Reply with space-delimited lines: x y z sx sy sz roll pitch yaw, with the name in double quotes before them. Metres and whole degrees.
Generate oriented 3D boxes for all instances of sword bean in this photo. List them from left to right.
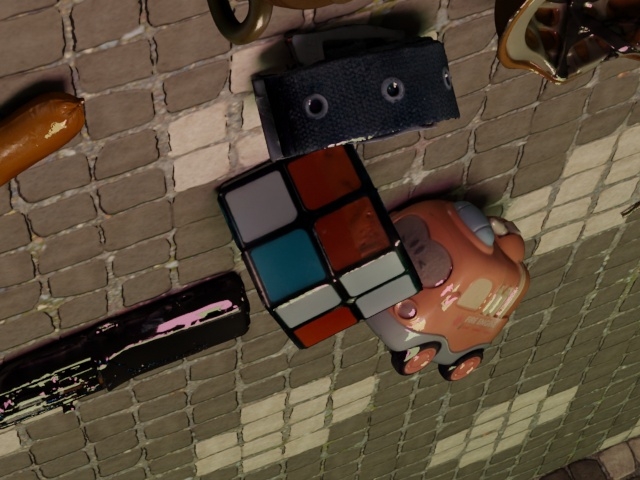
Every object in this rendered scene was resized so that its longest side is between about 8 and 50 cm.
"sword bean" 0.508 -0.060 2.395 0.083 0.012 0.012 -37 153 20

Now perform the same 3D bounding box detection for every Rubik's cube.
"Rubik's cube" 0.000 0.000 1.836 0.180 0.183 0.167 -28 154 2

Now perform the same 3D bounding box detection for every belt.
"belt" 0.044 -0.168 1.629 0.218 0.128 0.122 -13 -178 -28

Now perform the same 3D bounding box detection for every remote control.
"remote control" -0.277 0.156 2.023 0.399 0.062 0.144 -22 154 -7

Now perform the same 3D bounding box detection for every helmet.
"helmet" 0.279 -0.272 1.622 0.224 0.130 0.198 -9 148 -11

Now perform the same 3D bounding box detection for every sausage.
"sausage" -0.305 -0.096 1.512 0.183 0.054 0.062 -32 123 19

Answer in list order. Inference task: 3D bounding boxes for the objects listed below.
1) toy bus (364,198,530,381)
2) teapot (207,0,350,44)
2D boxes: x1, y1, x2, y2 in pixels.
"toy bus" 0.170 0.053 2.099 0.232 0.194 0.287 -43 151 17
"teapot" -0.019 -0.268 1.298 0.185 0.175 0.268 0 145 -39
